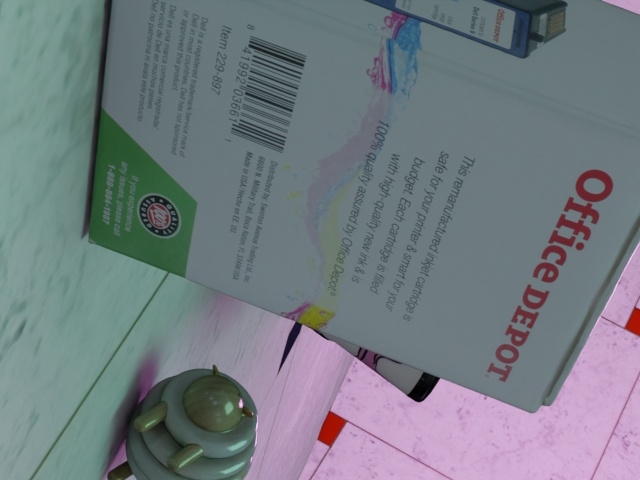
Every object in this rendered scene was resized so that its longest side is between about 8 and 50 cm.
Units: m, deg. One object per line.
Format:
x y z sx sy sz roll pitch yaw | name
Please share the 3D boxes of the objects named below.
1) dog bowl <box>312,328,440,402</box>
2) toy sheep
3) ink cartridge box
0.084 -0.092 0.952 0.408 0.150 0.407 22 90 -86 | dog bowl
-0.085 0.130 0.790 0.132 0.091 0.091 -55 -176 42 | toy sheep
0.024 -0.039 0.511 0.093 0.212 0.154 -61 171 -46 | ink cartridge box
